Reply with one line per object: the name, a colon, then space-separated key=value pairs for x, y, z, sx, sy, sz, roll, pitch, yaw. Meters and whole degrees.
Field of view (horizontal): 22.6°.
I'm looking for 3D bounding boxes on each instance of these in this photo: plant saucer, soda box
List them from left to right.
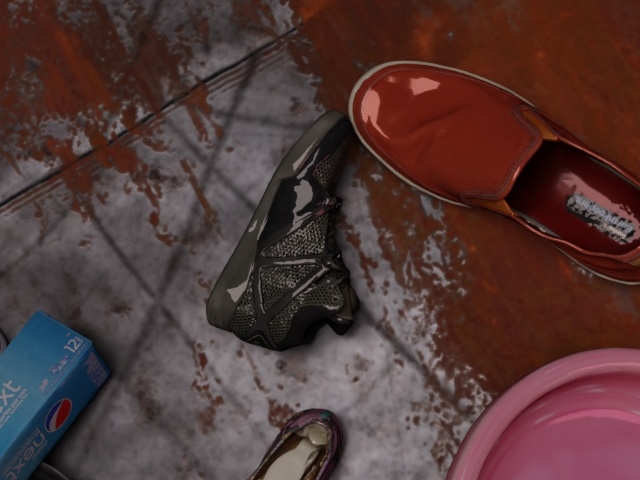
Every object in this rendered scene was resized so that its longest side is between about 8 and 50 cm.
soda box: x=-0.287 y=0.171 z=1.460 sx=0.071 sy=0.067 sz=0.210 roll=28 pitch=68 yaw=24
plant saucer: x=0.240 y=0.257 z=1.312 sx=0.332 sy=0.084 sz=0.332 roll=4 pitch=77 yaw=-18

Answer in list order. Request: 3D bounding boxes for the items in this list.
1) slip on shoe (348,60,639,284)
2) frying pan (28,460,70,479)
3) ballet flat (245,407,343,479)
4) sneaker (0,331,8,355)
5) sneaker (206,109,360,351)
slip on shoe: x=0.170 y=-0.069 z=1.431 sx=0.331 sy=0.101 sz=0.123 roll=31 pitch=89 yaw=16
frying pan: x=-0.314 y=0.357 z=1.472 sx=0.197 sy=0.053 sz=0.326 roll=19 pitch=84 yaw=14
ballet flat: x=-0.053 y=0.245 z=1.428 sx=0.077 sy=0.079 sz=0.221 roll=31 pitch=87 yaw=14
sneaker: x=-0.387 y=0.046 z=1.519 sx=0.223 sy=0.098 sz=0.083 roll=41 pitch=90 yaw=15
sneaker: x=0.000 y=0.000 z=1.461 sx=0.130 sy=0.087 sz=0.227 roll=26 pitch=89 yaw=12
